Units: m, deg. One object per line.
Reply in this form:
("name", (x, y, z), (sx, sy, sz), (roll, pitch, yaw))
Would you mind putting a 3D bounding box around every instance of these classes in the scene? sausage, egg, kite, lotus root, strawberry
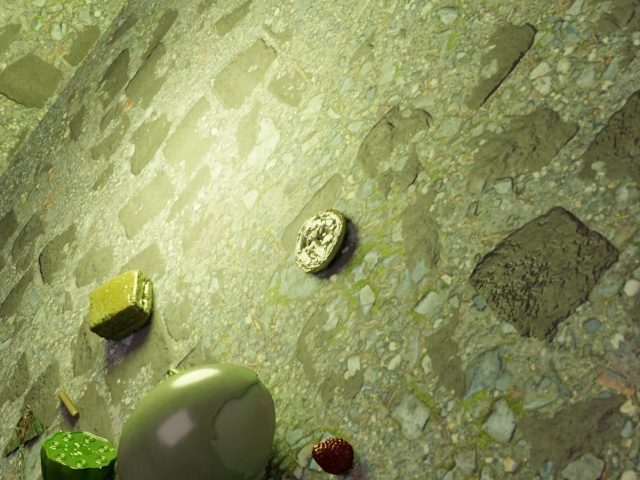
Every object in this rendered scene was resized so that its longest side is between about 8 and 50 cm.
("sausage", (-0.703, 0.455, 2.173), (0.132, 0.024, 0.024), (29, 88, 49))
("egg", (-0.229, 0.389, 1.536), (0.336, 0.278, 0.278), (-40, 43, 22))
("kite", (-0.864, 0.591, 2.264), (0.229, 0.012, 0.250), (-37, 45, 29))
("lotus root", (-0.603, 0.580, 1.906), (0.186, 0.186, 0.186), (-25, 51, 34))
("strawberry", (0.017, 0.396, 1.433), (0.073, 0.083, 0.073), (-9, 76, 42))

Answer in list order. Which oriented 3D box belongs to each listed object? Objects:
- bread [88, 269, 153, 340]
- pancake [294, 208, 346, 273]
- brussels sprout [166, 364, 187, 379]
("bread", (-0.534, 0.176, 2.115), (0.196, 0.102, 0.138), (-30, 50, 26))
("pancake", (0.000, 0.000, 1.736), (0.158, 0.028, 0.158), (-28, 46, 34))
("brussels sprout", (-0.313, 0.370, 1.776), (0.139, 0.101, 0.181), (-60, 40, 15))
